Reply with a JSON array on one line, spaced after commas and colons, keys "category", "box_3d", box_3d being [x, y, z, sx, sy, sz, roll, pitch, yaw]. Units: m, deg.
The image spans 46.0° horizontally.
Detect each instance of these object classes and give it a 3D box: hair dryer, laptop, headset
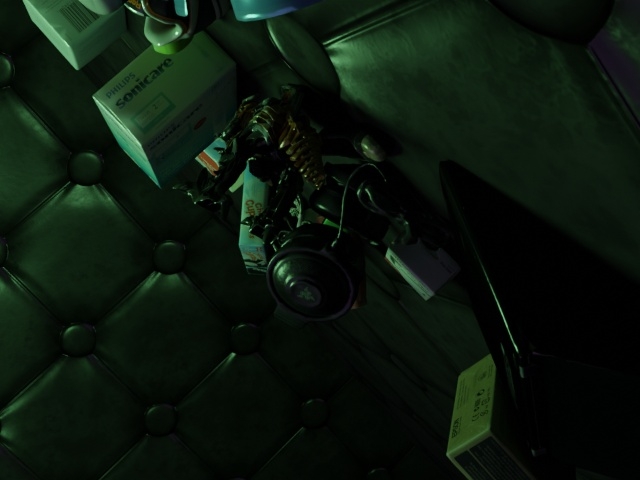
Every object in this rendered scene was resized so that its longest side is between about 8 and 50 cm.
[{"category": "hair dryer", "box_3d": [0.006, 0.010, 1.449, 0.293, 0.080, 0.224, 53, 150, 29]}, {"category": "laptop", "box_3d": [0.337, 0.126, 0.901, 0.382, 0.236, 0.408, 63, -171, -55]}, {"category": "headset", "box_3d": [0.047, 0.008, 1.068, 0.185, 0.243, 0.394, 29, 159, -1]}]

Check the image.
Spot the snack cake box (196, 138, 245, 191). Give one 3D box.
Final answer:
[{"category": "snack cake box", "box_3d": [-0.268, -0.245, 1.691, 0.264, 0.089, 0.152, 42, 167, 20]}]

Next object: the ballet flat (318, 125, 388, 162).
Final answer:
[{"category": "ballet flat", "box_3d": [0.041, -0.125, 1.035, 0.057, 0.049, 0.173, 50, 169, -24]}]

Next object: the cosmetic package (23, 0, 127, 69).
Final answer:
[{"category": "cosmetic package", "box_3d": [-0.521, -0.488, 1.611, 0.151, 0.151, 0.183, 48, 168, -7]}]

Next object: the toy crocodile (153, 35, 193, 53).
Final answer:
[{"category": "toy crocodile", "box_3d": [-0.303, -0.428, 1.107, 0.340, 0.105, 0.115, 49, 169, -12]}]

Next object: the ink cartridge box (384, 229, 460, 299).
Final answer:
[{"category": "ink cartridge box", "box_3d": [0.151, 0.034, 1.138, 0.099, 0.056, 0.135, 45, 176, 8]}]

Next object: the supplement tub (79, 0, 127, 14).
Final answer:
[{"category": "supplement tub", "box_3d": [-0.183, -0.334, 0.729, 0.144, 0.199, 0.144, 45, 170, 10]}]

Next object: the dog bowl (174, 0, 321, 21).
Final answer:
[{"category": "dog bowl", "box_3d": [-0.035, -0.248, 0.607, 0.297, 0.166, 0.074, 31, 149, 56]}]

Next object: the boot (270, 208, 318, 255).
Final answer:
[{"category": "boot", "box_3d": [0.000, 0.000, 1.614, 0.115, 0.112, 0.305, 14, 173, -22]}]

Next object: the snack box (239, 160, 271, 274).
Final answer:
[{"category": "snack box", "box_3d": [-0.141, -0.042, 1.720, 0.060, 0.187, 0.322, 3, 167, -1]}]

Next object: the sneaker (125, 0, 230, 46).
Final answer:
[{"category": "sneaker", "box_3d": [-0.208, -0.363, 0.935, 0.126, 0.127, 0.321, 43, 168, 25]}]

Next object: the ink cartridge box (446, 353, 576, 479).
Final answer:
[{"category": "ink cartridge box", "box_3d": [0.291, 0.304, 1.134, 0.193, 0.088, 0.235, 49, -156, -4]}]

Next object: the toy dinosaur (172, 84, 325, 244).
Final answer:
[{"category": "toy dinosaur", "box_3d": [-0.080, -0.124, 1.056, 0.164, 0.218, 0.322, 31, -178, -9]}]

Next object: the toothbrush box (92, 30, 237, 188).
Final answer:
[{"category": "toothbrush box", "box_3d": [-0.267, -0.239, 1.368, 0.126, 0.216, 0.295, 45, 168, 4]}]
